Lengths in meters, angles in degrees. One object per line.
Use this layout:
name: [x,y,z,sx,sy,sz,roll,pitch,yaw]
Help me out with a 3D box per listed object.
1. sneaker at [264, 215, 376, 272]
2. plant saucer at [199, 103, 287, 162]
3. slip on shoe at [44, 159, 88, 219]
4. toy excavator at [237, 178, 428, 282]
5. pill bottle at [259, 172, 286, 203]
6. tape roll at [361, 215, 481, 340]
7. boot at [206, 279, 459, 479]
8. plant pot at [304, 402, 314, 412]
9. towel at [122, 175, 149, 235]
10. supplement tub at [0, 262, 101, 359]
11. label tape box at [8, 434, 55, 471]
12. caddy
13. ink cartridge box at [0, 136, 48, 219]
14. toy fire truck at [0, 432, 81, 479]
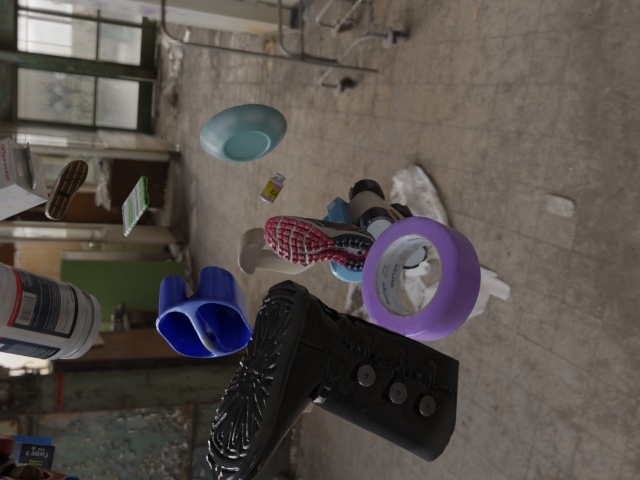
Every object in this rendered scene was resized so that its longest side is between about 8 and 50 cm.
sneaker: [0.000,0.000,1.600,0.112,0.299,0.120,-101,28,-63]
plant saucer: [-0.163,-0.220,1.356,0.195,0.195,0.037,123,138,-52]
slip on shoe: [-0.525,-0.106,1.278,0.041,0.051,0.135,14,79,49]
toy excavator: [0.032,0.020,1.888,0.445,0.433,0.222,-43,31,19]
pill bottle: [-0.130,-0.146,1.724,0.083,0.043,0.043,-58,28,8]
tape roll: [0.223,0.087,1.416,0.275,0.090,0.274,-18,64,43]
boot: [0.050,0.323,1.158,0.146,0.445,0.366,1,64,55]
plant pot: [-0.053,0.479,1.968,0.109,0.096,0.109,-65,-2,15]
towel: [-0.518,-0.096,1.748,0.152,0.023,0.113,-43,49,38]
supplement tub: [-0.673,0.172,1.440,0.191,0.272,0.191,-12,66,28]
label tape box: [-0.839,0.604,1.623,0.115,0.249,0.347,-66,24,23]
caddy: [-0.333,0.229,1.798,0.341,0.242,0.179,72,-176,-54]
ink cartridge box: [-0.536,-0.100,1.045,0.090,0.143,0.092,54,-163,-71]
toy fire truck: [-0.594,0.468,1.169,0.302,0.254,0.169,108,174,-76]
